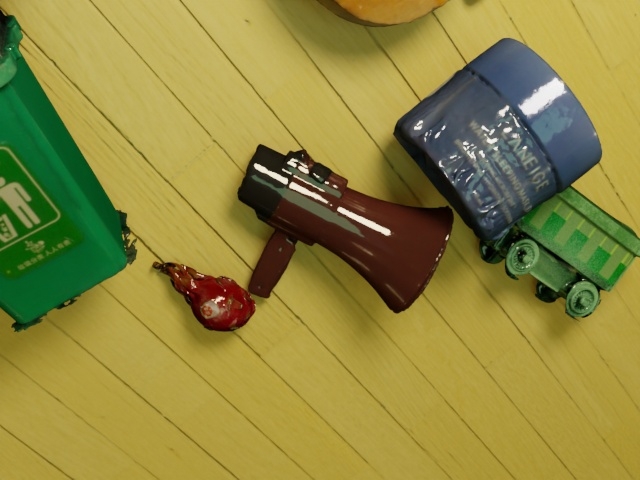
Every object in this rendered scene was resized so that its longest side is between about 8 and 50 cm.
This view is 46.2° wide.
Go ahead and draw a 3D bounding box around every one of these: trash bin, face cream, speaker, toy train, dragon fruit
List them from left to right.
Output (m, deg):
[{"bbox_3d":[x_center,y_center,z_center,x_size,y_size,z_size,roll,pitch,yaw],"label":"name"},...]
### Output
[{"bbox_3d":[-0.444,-0.100,1.013,0.259,0.295,0.381,-28,125,-3],"label":"trash bin"},{"bbox_3d":[-0.195,0.093,1.239,0.190,0.094,0.094,28,102,-17],"label":"dragon fruit"},{"bbox_3d":[0.016,-0.012,1.240,0.329,0.198,0.259,23,146,-3],"label":"speaker"},{"bbox_3d":[0.269,-0.149,1.171,0.225,0.249,0.249,-39,115,5],"label":"face cream"},{"bbox_3d":[0.423,0.006,1.345,0.300,0.120,0.202,31,97,-23],"label":"toy train"}]

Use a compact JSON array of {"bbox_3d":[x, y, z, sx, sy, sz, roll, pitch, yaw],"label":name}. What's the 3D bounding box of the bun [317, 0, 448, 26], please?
[{"bbox_3d":[0.088,-0.460,1.049,0.298,0.165,0.299,-10,128,-13],"label":"bun"}]
